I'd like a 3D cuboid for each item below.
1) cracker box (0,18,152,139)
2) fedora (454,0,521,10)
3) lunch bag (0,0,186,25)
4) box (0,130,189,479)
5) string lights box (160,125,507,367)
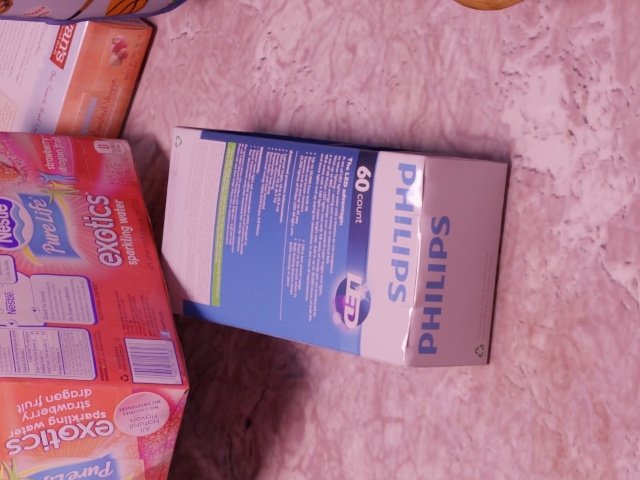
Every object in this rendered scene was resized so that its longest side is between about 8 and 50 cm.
[{"bbox_3d":[-0.240,-0.150,1.590,0.232,0.067,0.155,41,118,43],"label":"cracker box"},{"bbox_3d":[0.124,-0.233,1.172,0.194,0.079,0.194,6,98,51],"label":"fedora"},{"bbox_3d":[-0.148,-0.265,1.328,0.115,0.303,0.243,52,127,21],"label":"lunch bag"},{"bbox_3d":[-0.200,0.060,1.384,0.300,0.154,0.142,-111,30,-51],"label":"box"},{"bbox_3d":[0.000,0.000,1.300,0.260,0.077,0.133,10,96,48],"label":"string lights box"}]
